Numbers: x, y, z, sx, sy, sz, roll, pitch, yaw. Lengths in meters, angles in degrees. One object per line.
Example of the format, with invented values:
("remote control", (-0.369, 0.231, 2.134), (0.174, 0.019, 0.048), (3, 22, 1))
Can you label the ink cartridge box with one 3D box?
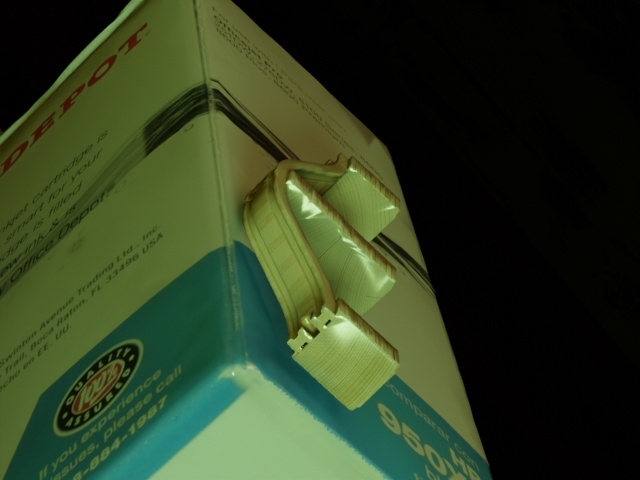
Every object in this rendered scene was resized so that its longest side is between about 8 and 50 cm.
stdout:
("ink cartridge box", (-0.093, 0.085, 0.867), (0.166, 0.285, 0.395), (41, 17, -24))

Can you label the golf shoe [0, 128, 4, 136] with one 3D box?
("golf shoe", (-0.168, 0.055, 1.141), (0.273, 0.105, 0.120), (44, 30, 11))

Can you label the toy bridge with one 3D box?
("toy bridge", (0.000, 0.000, 0.734), (0.063, 0.026, 0.188), (43, 16, -12))
